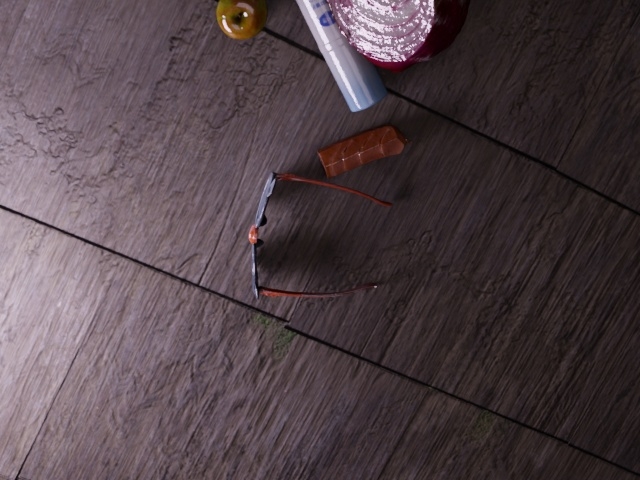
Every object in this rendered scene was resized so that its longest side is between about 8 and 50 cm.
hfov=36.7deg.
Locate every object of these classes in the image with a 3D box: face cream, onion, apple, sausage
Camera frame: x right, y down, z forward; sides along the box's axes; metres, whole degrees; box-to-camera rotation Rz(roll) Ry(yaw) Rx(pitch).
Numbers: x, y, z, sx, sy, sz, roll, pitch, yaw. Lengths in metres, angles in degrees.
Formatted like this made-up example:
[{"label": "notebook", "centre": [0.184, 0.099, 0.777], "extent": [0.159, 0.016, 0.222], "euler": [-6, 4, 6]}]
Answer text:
[{"label": "face cream", "centre": [0.033, -0.353, 1.699], "extent": [0.077, 0.077, 0.250], "euler": [-29, 108, 0]}, {"label": "onion", "centre": [0.157, -0.407, 1.624], "extent": [0.207, 0.216, 0.206], "euler": [-40, 117, -41]}, {"label": "apple", "centre": [-0.136, -0.392, 1.665], "extent": [0.089, 0.074, 0.089], "euler": [-2, 108, -6]}, {"label": "sausage", "centre": [0.081, -0.169, 1.766], "extent": [0.169, 0.065, 0.065], "euler": [-21, 108, -3]}]

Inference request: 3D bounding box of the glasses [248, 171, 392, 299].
[{"label": "glasses", "centre": [0.000, 0.000, 1.776], "extent": [0.268, 0.118, 0.234], "euler": [6, 103, -10]}]
